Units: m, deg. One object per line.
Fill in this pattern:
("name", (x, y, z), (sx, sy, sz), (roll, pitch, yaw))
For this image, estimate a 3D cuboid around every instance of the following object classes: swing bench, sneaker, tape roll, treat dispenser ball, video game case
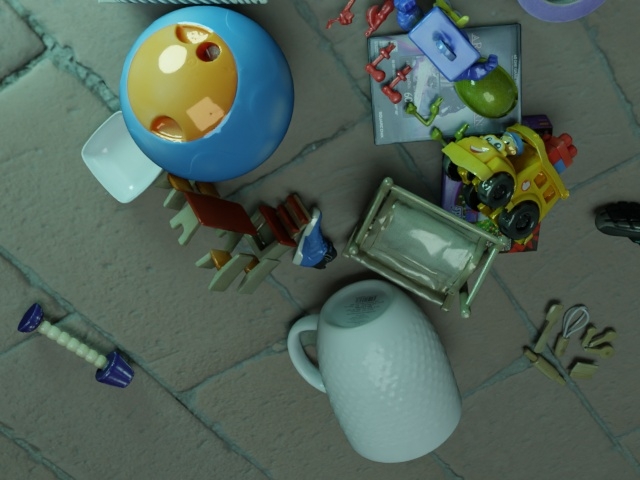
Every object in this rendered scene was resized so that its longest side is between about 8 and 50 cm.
("swing bench", (0.190, 0.016, 1.545), (0.253, 0.255, 0.165), (28, 88, 0))
("sneaker", (0.696, -0.011, 1.663), (0.267, 0.101, 0.106), (4, 127, -6))
("tape roll", (0.402, -0.468, 1.333), (0.189, 0.080, 0.189), (-2, 125, -3))
("sneaker", (0.000, -0.001, 1.651), (0.084, 0.058, 0.152), (16, 127, -7))
("treat dispenser ball", (-0.187, -0.241, 1.331), (0.288, 0.288, 0.288), (-2, 125, -2))
("video game case", (0.228, -0.282, 1.455), (0.274, 0.026, 0.196), (-5, 108, 1))

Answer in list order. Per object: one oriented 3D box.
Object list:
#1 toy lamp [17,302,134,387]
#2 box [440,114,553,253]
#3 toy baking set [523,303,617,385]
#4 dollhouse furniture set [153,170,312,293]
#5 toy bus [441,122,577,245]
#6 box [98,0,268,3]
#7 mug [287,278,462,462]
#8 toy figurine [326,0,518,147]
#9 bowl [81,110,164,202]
("toy lamp", (-0.538, 0.243, 1.782), (0.274, 0.080, 0.080), (38, 115, -24))
("box", (0.344, -0.103, 1.601), (0.200, 0.057, 0.293), (-4, 125, 0))
("toy baking set", (0.580, 0.243, 1.882), (0.256, 0.030, 0.197), (34, 114, -24))
("dollhouse furniture set", (-0.151, -0.041, 1.516), (0.135, 0.262, 0.259), (-45, 150, 23))
("toy bus", (0.357, -0.133, 1.448), (0.211, 0.149, 0.220), (-43, 129, 4))
("box", (-0.221, -0.445, 1.294), (0.275, 0.113, 0.094), (0, 127, -1))
("mug", (0.091, 0.261, 1.743), (0.374, 0.276, 0.328), (0, 126, 35))
("toy figurine", (0.190, -0.289, 1.317), (0.191, 0.217, 0.362), (-41, 107, 11))
("bowl", (-0.360, -0.157, 1.501), (0.142, 0.053, 0.142), (-40, 90, 21))
